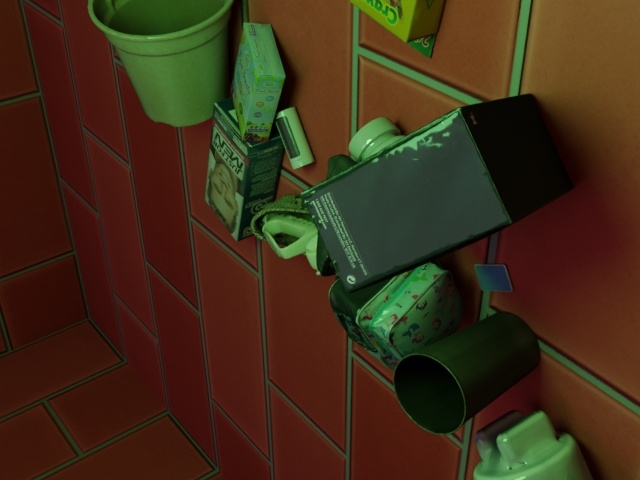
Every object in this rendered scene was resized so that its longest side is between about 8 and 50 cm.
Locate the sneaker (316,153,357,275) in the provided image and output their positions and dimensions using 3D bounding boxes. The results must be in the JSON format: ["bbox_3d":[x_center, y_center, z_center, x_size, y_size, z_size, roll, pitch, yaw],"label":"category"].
[{"bbox_3d":[0.042,-0.046,1.598,0.130,0.109,0.286,60,149,36],"label":"sneaker"}]

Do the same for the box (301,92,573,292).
[{"bbox_3d":[0.186,-0.075,1.263,0.294,0.296,0.182,-27,87,36],"label":"box"}]

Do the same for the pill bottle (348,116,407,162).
[{"bbox_3d":[0.155,-0.119,1.544,0.221,0.121,0.121,53,148,20],"label":"pill bottle"}]

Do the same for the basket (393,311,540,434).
[{"bbox_3d":[0.276,0.230,1.491,0.154,0.227,0.204,62,150,7],"label":"basket"}]

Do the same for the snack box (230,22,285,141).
[{"bbox_3d":[-0.145,-0.354,1.851,0.207,0.070,0.174,113,149,-49],"label":"snack box"}]

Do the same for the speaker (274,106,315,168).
[{"bbox_3d":[-0.060,-0.232,1.871,0.055,0.055,0.136,-9,102,59],"label":"speaker"}]

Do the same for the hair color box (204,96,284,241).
[{"bbox_3d":[-0.196,-0.178,2.068,0.174,0.105,0.347,50,148,28],"label":"hair color box"}]

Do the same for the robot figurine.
[{"bbox_3d":[0.409,0.488,1.487,0.353,0.200,0.300,67,159,-1],"label":"robot figurine"}]

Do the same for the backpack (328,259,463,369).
[{"bbox_3d":[0.159,0.132,1.598,0.191,0.225,0.253,36,163,36],"label":"backpack"}]

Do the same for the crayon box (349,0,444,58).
[{"bbox_3d":[0.128,-0.479,1.377,0.202,0.081,0.318,44,144,32],"label":"crayon box"}]

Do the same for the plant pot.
[{"bbox_3d":[-0.345,-0.454,1.952,0.334,0.334,0.305,44,155,33],"label":"plant pot"}]

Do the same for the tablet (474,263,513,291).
[{"bbox_3d":[0.322,0.069,1.527,0.083,0.006,0.054,-3,109,59],"label":"tablet"}]

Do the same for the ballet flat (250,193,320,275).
[{"bbox_3d":[0.000,0.000,1.811,0.483,0.182,0.164,16,124,53],"label":"ballet flat"}]
